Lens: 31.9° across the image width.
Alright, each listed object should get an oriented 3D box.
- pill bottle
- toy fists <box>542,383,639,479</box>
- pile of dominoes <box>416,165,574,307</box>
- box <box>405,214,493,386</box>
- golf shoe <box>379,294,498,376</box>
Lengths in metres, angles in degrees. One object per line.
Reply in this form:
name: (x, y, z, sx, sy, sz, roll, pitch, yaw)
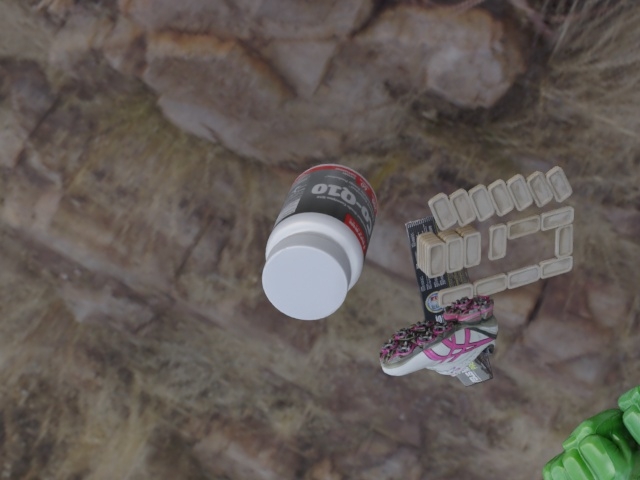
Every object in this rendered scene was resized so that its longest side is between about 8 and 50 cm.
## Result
pill bottle: (0.000, 0.000, 1.854, 0.161, 0.283, 0.161, 4, 119, 8)
toy fists: (0.369, 0.222, 1.292, 0.279, 0.142, 0.096, -46, 73, 33)
pile of dominoes: (0.266, -0.014, 1.687, 0.040, 0.251, 0.196, -130, 30, -54)
box: (0.245, 0.117, 2.133, 0.060, 0.270, 0.216, -20, 148, 17)
golf shoe: (0.151, 0.134, 1.365, 0.067, 0.186, 0.086, 7, 113, 53)
